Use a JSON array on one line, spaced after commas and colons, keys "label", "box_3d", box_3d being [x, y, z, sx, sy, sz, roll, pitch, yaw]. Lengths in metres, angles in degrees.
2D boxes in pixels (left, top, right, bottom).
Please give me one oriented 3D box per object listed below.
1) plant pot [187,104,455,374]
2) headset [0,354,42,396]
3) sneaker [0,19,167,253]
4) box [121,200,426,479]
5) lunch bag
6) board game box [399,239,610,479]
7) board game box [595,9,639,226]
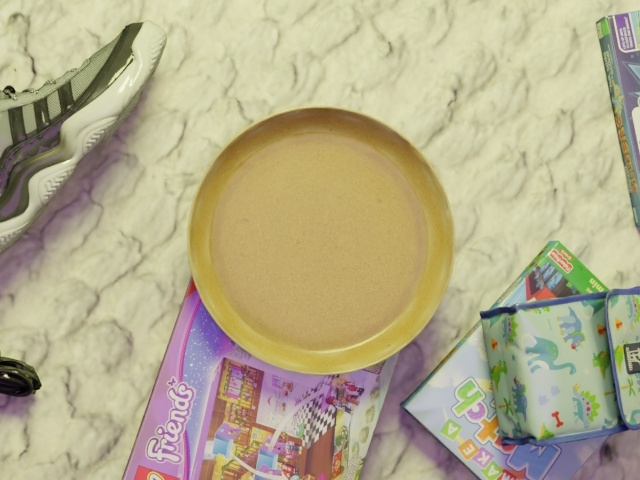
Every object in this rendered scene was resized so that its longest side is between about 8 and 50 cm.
[{"label": "plant pot", "box_3d": [0.000, 0.000, 1.325, 0.236, 0.032, 0.236, 1, 86, -8]}, {"label": "headset", "box_3d": [-0.329, 0.276, 1.248, 0.185, 0.243, 0.394, 5, 62, -16]}, {"label": "sneaker", "box_3d": [-0.265, -0.119, 1.323, 0.153, 0.101, 0.268, 41, 87, -6]}, {"label": "box", "box_3d": [-0.046, 0.133, 1.358, 0.201, 0.057, 0.293, 20, 86, -6]}, {"label": "lunch bag", "box_3d": [0.232, 0.111, 1.336, 0.151, 0.096, 0.129, -6, 85, -21]}, {"label": "board game box", "box_3d": [0.203, 0.130, 1.394, 0.160, 0.039, 0.211, 43, 85, -3]}, {"label": "board game box", "box_3d": [0.347, -0.123, 1.422, 0.136, 0.035, 0.201, -10, 89, -6]}]
